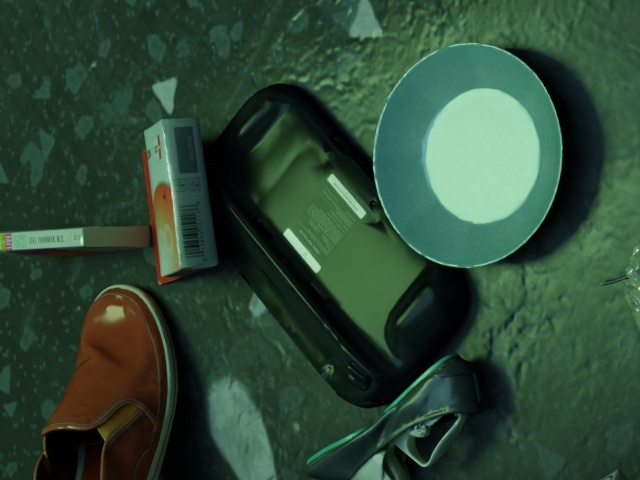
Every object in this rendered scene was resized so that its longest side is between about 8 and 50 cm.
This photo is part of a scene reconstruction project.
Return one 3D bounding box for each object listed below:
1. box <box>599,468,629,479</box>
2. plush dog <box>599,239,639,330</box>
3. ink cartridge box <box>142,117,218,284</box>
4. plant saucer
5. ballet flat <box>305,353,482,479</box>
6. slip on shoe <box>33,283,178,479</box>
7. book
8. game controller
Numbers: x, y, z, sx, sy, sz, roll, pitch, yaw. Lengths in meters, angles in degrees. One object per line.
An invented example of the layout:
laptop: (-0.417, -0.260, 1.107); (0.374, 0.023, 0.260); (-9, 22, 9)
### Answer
box: (0.175, 0.328, 1.332); (0.169, 0.087, 0.290); (47, 122, -5)
plush dog: (0.327, 0.111, 1.192); (0.210, 0.262, 0.225); (128, 136, -65)
ink cartridge box: (-0.156, -0.035, 1.609); (0.179, 0.045, 0.145); (-18, 79, 63)
plant saucer: (0.134, -0.073, 1.430); (0.195, 0.037, 0.195); (0, 91, 39)
ballet flat: (0.068, 0.180, 1.468); (0.203, 0.074, 0.074); (-40, 67, 29)
slip on shoe: (-0.218, 0.185, 1.618); (0.123, 0.101, 0.331); (-14, 54, 31)
book: (-0.262, 0.001, 1.705); (0.144, 0.096, 0.035); (-3, 89, 38)
game controller: (0.000, 0.000, 1.533); (0.166, 0.067, 0.319); (-46, 63, 13)
